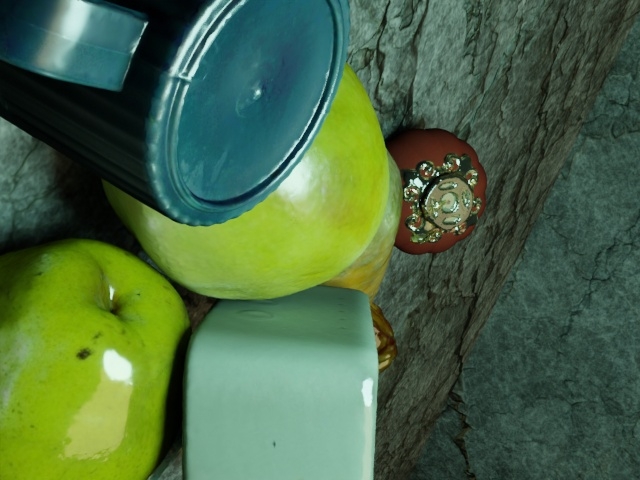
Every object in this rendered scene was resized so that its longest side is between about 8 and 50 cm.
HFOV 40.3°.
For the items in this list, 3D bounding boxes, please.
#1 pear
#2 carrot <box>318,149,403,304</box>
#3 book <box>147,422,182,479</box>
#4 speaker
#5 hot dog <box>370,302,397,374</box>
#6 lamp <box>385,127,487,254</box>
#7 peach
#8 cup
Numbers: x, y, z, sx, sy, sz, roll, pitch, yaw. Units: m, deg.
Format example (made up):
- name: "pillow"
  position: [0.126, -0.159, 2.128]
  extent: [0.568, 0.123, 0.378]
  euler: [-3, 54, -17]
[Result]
- name: "pear"
  position: [-0.265, 0.144, 0.873]
  extent: [0.294, 0.294, 0.294]
  euler: [-43, 151, -31]
- name: "carrot"
  position: [0.000, 0.000, 1.263]
  extent: [0.224, 0.224, 0.340]
  euler: [-41, 152, -34]
- name: "book"
  position: [-0.310, 0.325, 0.970]
  extent: [0.031, 0.264, 0.379]
  euler: [53, 53, -26]
- name: "speaker"
  position: [-0.034, 0.157, 0.996]
  extent: [0.406, 0.184, 0.183]
  euler: [-79, 170, -82]
- name: "hot dog"
  position: [-0.058, 0.230, 1.470]
  extent: [0.387, 0.174, 0.267]
  euler: [-33, 150, -15]
- name: "lamp"
  position: [0.182, -0.087, 1.540]
  extent: [0.227, 0.227, 0.227]
  euler: [-43, 151, -31]
- name: "peach"
  position: [-0.071, -0.083, 0.936]
  extent: [0.314, 0.281, 0.315]
  euler: [-49, 141, -21]
- name: "cup"
  position: [-0.158, -0.184, 0.668]
  extent: [0.242, 0.292, 0.308]
  euler: [-52, 156, -14]
